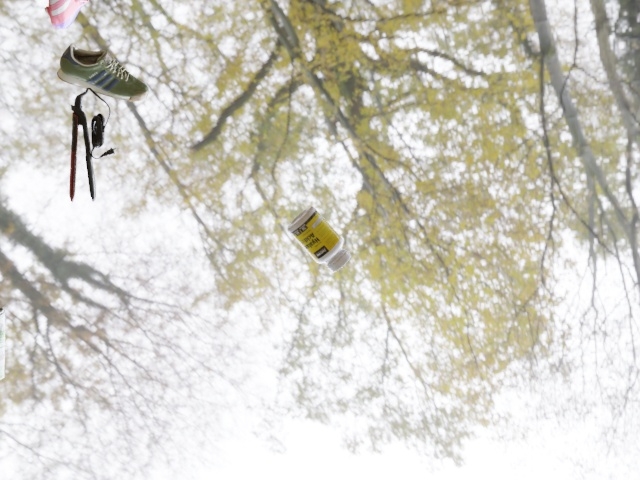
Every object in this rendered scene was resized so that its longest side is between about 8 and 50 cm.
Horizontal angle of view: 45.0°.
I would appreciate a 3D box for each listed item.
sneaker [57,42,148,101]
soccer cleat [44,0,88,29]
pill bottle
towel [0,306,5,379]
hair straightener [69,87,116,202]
[{"bbox_3d":[-0.454,-0.360,1.639,0.192,0.086,0.064,13,-140,-17],"label":"sneaker"},{"bbox_3d":[-0.394,-0.463,1.294,0.095,0.247,0.083,19,-154,-7],"label":"soccer cleat"},{"bbox_3d":[0.000,0.000,1.394,0.065,0.116,0.065,-41,-169,10],"label":"pill bottle"},{"bbox_3d":[-0.582,0.190,1.295,0.113,0.151,0.023,-16,-141,-41],"label":"towel"},{"bbox_3d":[-0.452,-0.189,1.540,0.089,0.047,0.230,1,-91,-14],"label":"hair straightener"}]
